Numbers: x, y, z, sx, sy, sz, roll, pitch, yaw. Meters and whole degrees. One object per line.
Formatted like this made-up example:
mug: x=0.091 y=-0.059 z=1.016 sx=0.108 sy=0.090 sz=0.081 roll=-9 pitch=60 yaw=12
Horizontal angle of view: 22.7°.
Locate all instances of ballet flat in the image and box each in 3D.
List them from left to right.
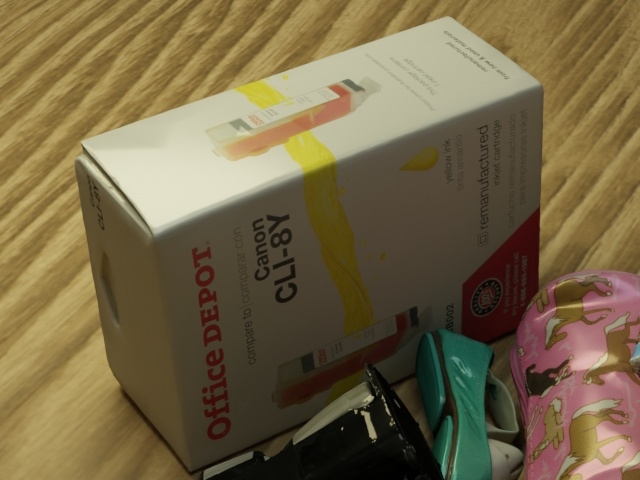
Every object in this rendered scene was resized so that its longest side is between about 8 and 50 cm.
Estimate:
ballet flat: x=0.131 y=0.169 z=1.366 sx=0.087 sy=0.083 sz=0.247 roll=9 pitch=38 yaw=-6

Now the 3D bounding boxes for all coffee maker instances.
coffee maker: x=0.000 y=0.203 z=1.244 sx=0.178 sy=0.120 sz=0.171 roll=-33 pitch=13 yaw=6

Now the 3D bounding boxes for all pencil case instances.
pencil case: x=0.239 y=0.189 z=1.267 sx=0.167 sy=0.160 sz=0.386 roll=31 pitch=34 yaw=-16

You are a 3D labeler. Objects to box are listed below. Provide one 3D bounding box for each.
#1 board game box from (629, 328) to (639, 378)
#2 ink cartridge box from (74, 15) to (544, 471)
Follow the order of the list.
board game box: x=0.385 y=0.042 z=1.229 sx=0.232 sy=0.141 sz=0.291 roll=-33 pitch=6 yaw=23
ink cartridge box: x=0.000 y=0.000 z=1.437 sx=0.385 sy=0.279 sz=0.160 roll=-22 pitch=41 yaw=-21
